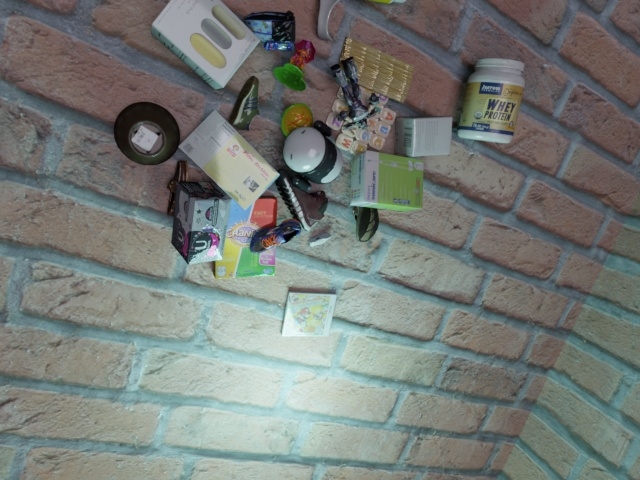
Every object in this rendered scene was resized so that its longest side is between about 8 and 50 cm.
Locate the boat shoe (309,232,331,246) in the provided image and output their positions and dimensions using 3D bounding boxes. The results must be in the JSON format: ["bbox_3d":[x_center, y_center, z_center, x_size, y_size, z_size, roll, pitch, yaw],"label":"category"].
[{"bbox_3d":[0.000,0.000,1.851,0.100,0.035,0.035,-22,140,-18],"label":"boat shoe"}]

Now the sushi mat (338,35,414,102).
[{"bbox_3d":[0.219,-0.666,1.719,0.316,0.019,0.152,14,95,-22],"label":"sushi mat"}]

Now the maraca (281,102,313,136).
[{"bbox_3d":[-0.086,-0.429,1.649,0.127,0.099,0.186,-16,135,-14],"label":"maraca"}]

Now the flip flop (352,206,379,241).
[{"bbox_3d":[0.178,-0.133,1.855,0.112,0.080,0.278,-7,93,-31],"label":"flip flop"}]

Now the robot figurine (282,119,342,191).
[{"bbox_3d":[-0.025,-0.312,1.630,0.173,0.209,0.278,-21,162,22],"label":"robot figurine"}]

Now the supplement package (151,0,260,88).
[{"bbox_3d":[-0.372,-0.655,1.408,0.262,0.198,0.199,38,90,-27],"label":"supplement package"}]

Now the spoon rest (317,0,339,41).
[{"bbox_3d":[0.045,-0.866,1.557,0.137,0.084,0.277,18,104,15],"label":"spoon rest"}]

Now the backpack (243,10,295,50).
[{"bbox_3d":[-0.173,-0.718,1.495,0.173,0.158,0.117,-1,122,-5],"label":"backpack"}]

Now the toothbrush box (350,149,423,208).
[{"bbox_3d":[0.274,-0.238,1.794,0.283,0.122,0.207,3,86,-27],"label":"toothbrush box"}]

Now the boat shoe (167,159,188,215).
[{"bbox_3d":[-0.513,-0.184,1.568,0.073,0.073,0.207,0,107,-27],"label":"boat shoe"}]

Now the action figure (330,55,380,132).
[{"bbox_3d":[0.127,-0.538,1.667,0.185,0.099,0.285,-34,122,-12],"label":"action figure"}]

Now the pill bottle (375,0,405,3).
[{"bbox_3d":[0.217,-0.936,1.594,0.208,0.119,0.119,-2,107,-20],"label":"pill bottle"}]

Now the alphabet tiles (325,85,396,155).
[{"bbox_3d":[0.168,-0.491,1.767,0.277,0.021,0.284,20,98,-25],"label":"alphabet tiles"}]

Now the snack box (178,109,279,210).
[{"bbox_3d":[-0.325,-0.285,1.578,0.187,0.060,0.322,-46,103,-4],"label":"snack box"}]

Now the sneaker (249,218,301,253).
[{"bbox_3d":[-0.171,-0.015,1.674,0.221,0.087,0.083,-30,114,-10],"label":"sneaker"}]

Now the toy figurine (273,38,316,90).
[{"bbox_3d":[-0.074,-0.648,1.561,0.130,0.173,0.159,26,82,-9],"label":"toy figurine"}]

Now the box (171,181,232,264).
[{"bbox_3d":[-0.425,-0.064,1.546,0.142,0.163,0.248,-8,123,-39],"label":"box"}]

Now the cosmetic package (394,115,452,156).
[{"bbox_3d":[0.423,-0.435,1.810,0.183,0.151,0.152,-6,109,-19],"label":"cosmetic package"}]

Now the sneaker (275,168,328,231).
[{"bbox_3d":[-0.064,-0.186,1.740,0.162,0.106,0.282,-35,122,-18],"label":"sneaker"}]

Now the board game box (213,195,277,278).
[{"bbox_3d":[-0.296,-0.015,1.710,0.242,0.064,0.317,-3,107,-20],"label":"board game box"}]

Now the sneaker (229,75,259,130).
[{"bbox_3d":[-0.256,-0.489,1.587,0.086,0.064,0.192,25,88,-44],"label":"sneaker"}]

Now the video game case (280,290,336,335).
[{"bbox_3d":[-0.051,0.326,1.932,0.226,0.026,0.207,5,104,-22],"label":"video game case"}]

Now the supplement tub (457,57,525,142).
[{"bbox_3d":[0.718,-0.580,1.837,0.228,0.228,0.317,1,106,-21],"label":"supplement tub"}]

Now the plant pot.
[{"bbox_3d":[-0.561,-0.337,1.416,0.215,0.230,0.216,-6,108,-19],"label":"plant pot"}]
